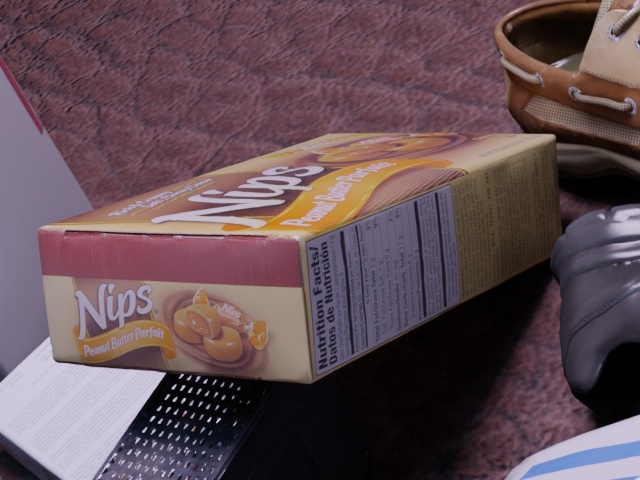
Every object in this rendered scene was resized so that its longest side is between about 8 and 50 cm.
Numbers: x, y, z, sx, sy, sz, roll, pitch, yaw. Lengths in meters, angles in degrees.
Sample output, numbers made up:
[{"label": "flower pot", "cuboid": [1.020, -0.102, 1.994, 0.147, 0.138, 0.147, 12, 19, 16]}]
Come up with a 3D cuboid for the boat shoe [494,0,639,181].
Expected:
[{"label": "boat shoe", "cuboid": [0.213, -0.107, 1.150, 0.122, 0.120, 0.324, -43, 22, -24]}]

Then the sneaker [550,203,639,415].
[{"label": "sneaker", "cuboid": [0.269, 0.040, 1.054, 0.286, 0.109, 0.130, -13, 50, 29]}]

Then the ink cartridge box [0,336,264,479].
[{"label": "ink cartridge box", "cuboid": [-0.123, 0.119, 1.250, 0.179, 0.045, 0.145, 34, 67, 28]}]

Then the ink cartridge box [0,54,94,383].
[{"label": "ink cartridge box", "cuboid": [-0.392, -0.040, 1.379, 0.385, 0.279, 0.160, 1, 46, 32]}]

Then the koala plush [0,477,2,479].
[{"label": "koala plush", "cuboid": [-0.298, 0.232, 1.135, 0.196, 0.203, 0.221, 1, 67, 15]}]

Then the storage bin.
[{"label": "storage bin", "cuboid": [-0.058, 0.156, 1.086, 0.084, 0.122, 0.180, 7, 50, 36]}]

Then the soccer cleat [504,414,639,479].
[{"label": "soccer cleat", "cuboid": [0.104, 0.191, 0.978, 0.331, 0.116, 0.143, -29, 22, -5]}]

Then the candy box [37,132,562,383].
[{"label": "candy box", "cuboid": [0.000, 0.000, 1.131, 0.183, 0.087, 0.316, 1, 14, 33]}]
